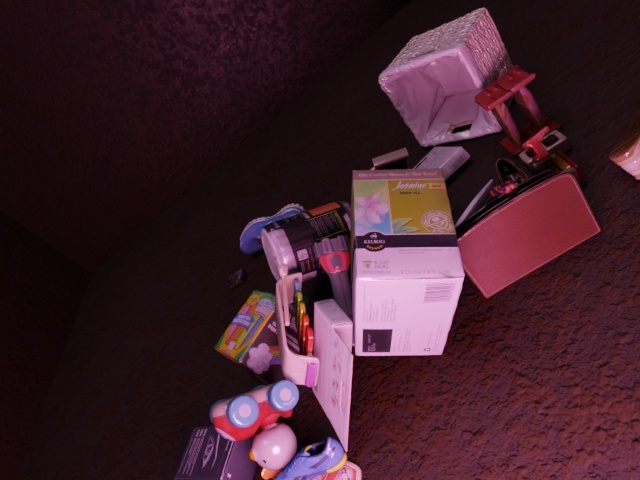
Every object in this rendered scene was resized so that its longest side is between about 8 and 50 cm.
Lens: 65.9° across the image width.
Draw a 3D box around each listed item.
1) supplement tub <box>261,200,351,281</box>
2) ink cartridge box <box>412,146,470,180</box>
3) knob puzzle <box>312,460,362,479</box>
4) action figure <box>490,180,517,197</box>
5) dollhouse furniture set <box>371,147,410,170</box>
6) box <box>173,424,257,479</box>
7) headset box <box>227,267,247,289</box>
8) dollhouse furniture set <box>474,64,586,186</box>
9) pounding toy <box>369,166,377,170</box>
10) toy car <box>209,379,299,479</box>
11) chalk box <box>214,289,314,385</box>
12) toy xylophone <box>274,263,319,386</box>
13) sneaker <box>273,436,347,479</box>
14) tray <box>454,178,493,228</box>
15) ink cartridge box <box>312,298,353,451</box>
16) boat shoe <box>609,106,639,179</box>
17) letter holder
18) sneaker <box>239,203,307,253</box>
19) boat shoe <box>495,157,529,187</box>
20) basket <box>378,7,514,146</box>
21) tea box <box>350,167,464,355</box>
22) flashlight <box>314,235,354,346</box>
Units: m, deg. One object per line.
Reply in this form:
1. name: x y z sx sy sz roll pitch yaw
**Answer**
1. supplement tub: 0.000 0.000 1.561 0.338 0.207 0.207 -19 27 -15
2. ink cartridge box: 0.380 -0.239 1.668 0.181 0.056 0.224 -44 12 1
3. knob puzzle: 0.013 0.576 1.118 0.213 0.030 0.213 -31 33 22
4. action figure: 0.430 -0.120 1.154 0.038 0.030 0.115 -29 3 0
5. dollhouse furniture set: 0.241 -0.129 1.447 0.212 0.161 0.242 -18 42 8
6. box: -0.276 0.600 1.357 0.207 0.108 0.153 -19 39 36
7. headset box: -0.343 0.158 2.047 0.083 0.032 0.062 -30 33 26
8. dollhouse furniture set: 0.586 -0.305 1.331 0.152 0.201 0.374 -36 31 15
9. pounding toy: 0.253 -0.164 1.660 0.181 0.094 0.206 -38 67 21
10. toy car: -0.144 0.490 1.230 0.210 0.237 0.219 -13 -14 -29
11. chalk box: -0.150 0.275 1.534 0.179 0.180 0.289 7 56 53
12. toy xylophone: -0.067 0.211 1.288 0.081 0.236 0.322 -3 50 -10
13. sneaker: -0.042 0.523 1.159 0.209 0.082 0.069 -33 18 14
14. tray: 0.390 -0.039 1.360 0.270 0.030 0.145 -52 -9 -12
15. ink cartridge box: 0.046 0.316 1.189 0.060 0.275 0.239 -7 24 -20
16. boat shoe: 0.793 -0.265 1.166 0.285 0.089 0.104 -48 4 -10
17. letter holder: 0.449 -0.045 1.166 0.302 0.214 0.152 -35 32 16
18. sneaker: -0.204 -0.026 2.011 0.330 0.130 0.147 -29 32 25
19. boat shoe: 0.529 -0.153 1.343 0.073 0.073 0.207 -34 33 15
20. basket: 0.440 -0.539 1.667 0.328 0.331 0.266 -3 48 48
21. tea box: 0.182 0.054 1.165 0.220 0.329 0.323 -2 51 2
22. flashlight: 0.060 0.143 1.386 0.103 0.103 0.303 -22 76 44
